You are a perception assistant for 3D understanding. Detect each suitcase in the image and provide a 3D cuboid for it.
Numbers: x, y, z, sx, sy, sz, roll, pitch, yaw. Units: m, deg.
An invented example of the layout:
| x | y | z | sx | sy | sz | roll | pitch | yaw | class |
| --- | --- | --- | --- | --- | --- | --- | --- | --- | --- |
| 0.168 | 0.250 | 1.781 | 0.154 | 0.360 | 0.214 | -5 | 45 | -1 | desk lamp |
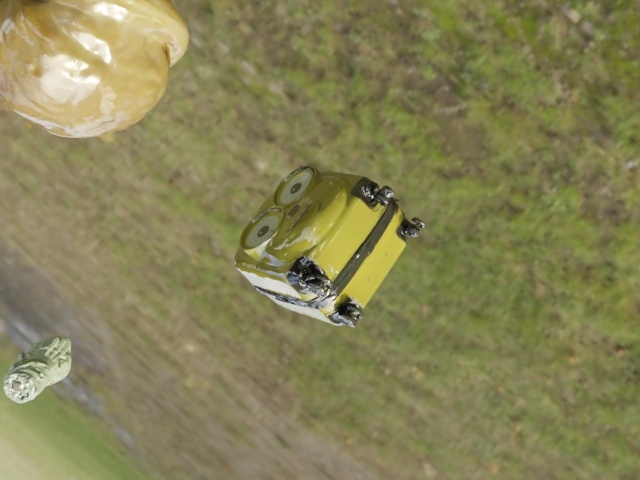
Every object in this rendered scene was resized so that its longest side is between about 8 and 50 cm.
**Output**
| x | y | z | sx | sy | sz | roll | pitch | yaw | class |
| --- | --- | --- | --- | --- | --- | --- | --- | --- | --- |
| 0.000 | 0.000 | 1.709 | 0.143 | 0.194 | 0.235 | 43 | 164 | -30 | suitcase |

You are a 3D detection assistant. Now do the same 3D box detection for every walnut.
| x | y | z | sx | sy | sz | roll | pitch | yaw | class |
| --- | --- | --- | --- | --- | --- | --- | --- | --- | --- |
| -0.321 | -0.284 | 1.704 | 0.285 | 0.296 | 0.285 | -1 | 157 | -1 | walnut |

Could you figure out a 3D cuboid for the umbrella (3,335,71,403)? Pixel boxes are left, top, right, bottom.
| x | y | z | sx | sy | sz | roll | pitch | yaw | class |
| --- | --- | --- | --- | --- | --- | --- | --- | --- | --- |
| -0.342 | 0.153 | 1.531 | 0.062 | 0.067 | 0.143 | 33 | -158 | 2 | umbrella |
